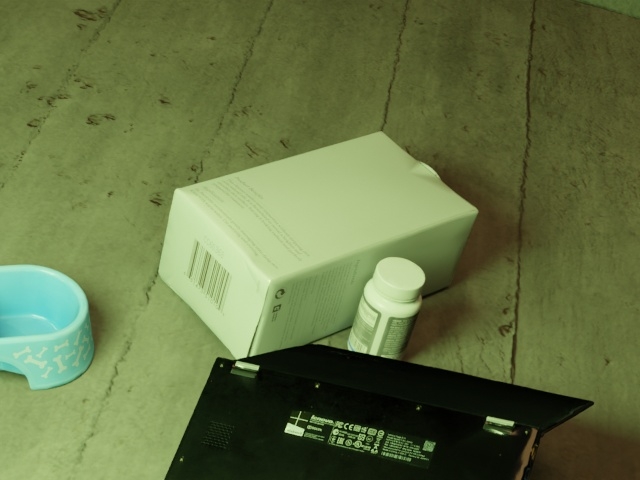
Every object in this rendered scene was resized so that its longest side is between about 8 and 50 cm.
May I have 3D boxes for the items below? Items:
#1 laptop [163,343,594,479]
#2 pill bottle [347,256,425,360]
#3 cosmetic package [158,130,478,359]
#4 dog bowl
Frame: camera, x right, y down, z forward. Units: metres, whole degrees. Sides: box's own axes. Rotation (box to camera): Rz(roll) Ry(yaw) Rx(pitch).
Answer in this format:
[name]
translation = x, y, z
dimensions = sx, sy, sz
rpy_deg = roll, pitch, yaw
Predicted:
[laptop]
translation = 0.063, 0.269, 1.527
dimensions = 0.382, 0.236, 0.408
rpy_deg = 10, 60, 23
[pill bottle]
translation = 0.087, 0.094, 1.763
dimensions = 0.078, 0.137, 0.078
rpy_deg = 11, 36, -8
[cosmetic package]
translation = 0.000, 0.000, 1.845
dimensions = 0.385, 0.156, 0.217
rpy_deg = -16, 47, -38
[dog bowl]
translation = -0.412, 0.102, 1.615
dimensions = 0.297, 0.074, 0.166
rpy_deg = -3, 40, -26
